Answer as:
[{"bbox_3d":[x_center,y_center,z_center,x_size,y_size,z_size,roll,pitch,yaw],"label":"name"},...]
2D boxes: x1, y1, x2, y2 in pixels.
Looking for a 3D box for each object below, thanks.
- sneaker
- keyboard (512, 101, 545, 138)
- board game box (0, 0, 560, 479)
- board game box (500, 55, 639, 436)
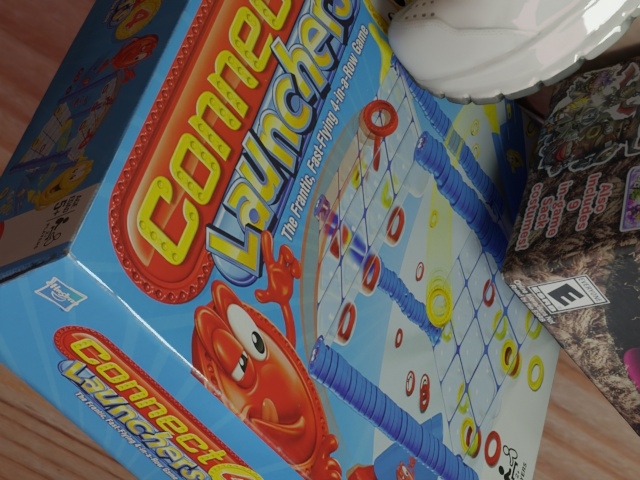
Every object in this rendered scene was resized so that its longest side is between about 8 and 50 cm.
[{"bbox_3d":[0.127,-0.164,0.732,0.129,0.111,0.297,45,135,-12],"label":"sneaker"},{"bbox_3d":[0.150,-0.031,0.966,0.256,0.014,0.072,28,146,-10],"label":"keyboard"},{"bbox_3d":[0.000,0.000,0.814,0.086,0.308,0.302,-18,128,37],"label":"board game box"},{"bbox_3d":[0.282,0.008,0.820,0.291,0.141,0.232,-15,132,39],"label":"board game box"}]
